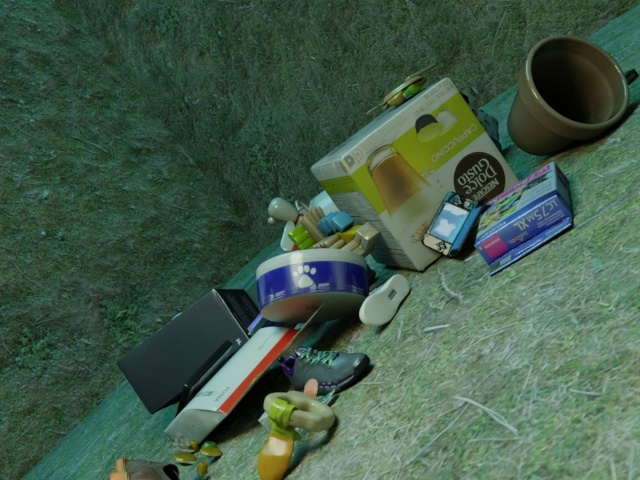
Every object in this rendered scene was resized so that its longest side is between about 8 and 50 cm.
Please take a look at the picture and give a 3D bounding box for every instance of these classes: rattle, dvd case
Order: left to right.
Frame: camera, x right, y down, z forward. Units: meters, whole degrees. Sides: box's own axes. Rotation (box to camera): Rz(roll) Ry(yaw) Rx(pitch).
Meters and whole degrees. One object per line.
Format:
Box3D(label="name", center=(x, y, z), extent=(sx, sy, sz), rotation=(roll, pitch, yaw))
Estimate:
Box3D(label="dvd case", center=(-0.303, 0.384, 1.844), extent=(0.180, 0.022, 0.253), rotation=(-47, -16, -46))
Box3D(label="rattle", center=(-0.037, 0.332, 1.281), extent=(0.130, 0.143, 0.199), rotation=(-2, -1, 3))

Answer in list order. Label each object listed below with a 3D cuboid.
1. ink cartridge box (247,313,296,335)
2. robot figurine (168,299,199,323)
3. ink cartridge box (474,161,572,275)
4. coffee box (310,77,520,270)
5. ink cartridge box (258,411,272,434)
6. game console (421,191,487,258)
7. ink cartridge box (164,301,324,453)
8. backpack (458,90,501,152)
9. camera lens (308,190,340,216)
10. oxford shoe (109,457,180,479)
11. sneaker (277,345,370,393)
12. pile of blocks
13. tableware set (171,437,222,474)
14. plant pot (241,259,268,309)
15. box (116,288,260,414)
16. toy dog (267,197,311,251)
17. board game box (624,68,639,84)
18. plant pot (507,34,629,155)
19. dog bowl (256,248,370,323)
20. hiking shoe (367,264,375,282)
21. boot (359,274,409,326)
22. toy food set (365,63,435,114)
Box3D(label="ink cartridge box", center=(-0.098, 0.178, 1.936), extent=(0.206, 0.045, 0.208), rotation=(-50, -25, -1))
Box3D(label="robot figurine", center=(-0.436, 0.348, 2.426), extent=(0.353, 0.200, 0.300), rotation=(-93, 22, -81))
Box3D(label="ink cartridge box", center=(0.405, -0.051, 1.456), extent=(0.186, 0.065, 0.311), rotation=(-35, 10, 25))
Box3D(label="coffee box", center=(0.230, -0.157, 1.844), extent=(0.337, 0.334, 0.338), rotation=(-38, 9, -10))
Box3D(label="ink cartridge box", center=(-0.086, 0.344, 1.394), extent=(0.028, 0.048, 0.083), rotation=(-32, 9, 38))
Box3D(label="game console", center=(0.295, -0.041, 1.618), extent=(0.144, 0.124, 0.085), rotation=(-60, -31, -4))
Box3D(label="ink cartridge box", center=(-0.176, 0.293, 1.662), extent=(0.308, 0.091, 0.385), rotation=(-45, -5, -46))
Box3D(label="backpack", center=(0.420, -0.302, 2.226), extent=(0.263, 0.213, 0.276), rotation=(5, -15, -34))
Box3D(label="camera lens", center=(0.112, -0.118, 2.605), extent=(0.274, 0.219, 0.219), rotation=(-36, 8, 14))
Box3D(label="oxford shoe", center=(-0.356, 0.516, 1.502), extent=(0.132, 0.130, 0.363), rotation=(-6, -7, -13))
Box3D(label="sneaker", center=(-0.003, 0.244, 1.418), extent=(0.223, 0.098, 0.083), rotation=(-31, 10, 45))
Box3D(label="pile of blocks", center=(0.000, 0.000, 1.862), extent=(0.112, 0.149, 0.362), rotation=(-36, 14, -28))
Box3D(label="tableware set", center=(-0.255, 0.446, 1.504), extent=(0.154, 0.104, 0.024), rotation=(-165, 83, -79))
Box3D(label="plant pot", center=(-0.198, 0.212, 2.318), extent=(0.234, 0.166, 0.165), rotation=(-44, 7, 6))
Box3D(label="box", center=(-0.341, 0.303, 2.069), extent=(0.343, 0.179, 0.312), rotation=(-37, -7, 4))
Box3D(label="toy dog", center=(-0.044, 0.017, 2.368), extent=(0.161, 0.333, 0.220), rotation=(-53, -21, 12))
Box3D(label="board game box", center=(0.754, -0.387, 1.969), extent=(0.186, 0.026, 0.126), rotation=(-40, 8, -15))
Box3D(label="plant pot", center=(0.568, -0.326, 1.764), extent=(0.263, 0.263, 0.229), rotation=(-41, -8, -24))
Box3D(label="dog bowl", center=(-0.017, 0.112, 1.710), extent=(0.265, 0.104, 0.265), rotation=(-5, -21, -2))
Box3D(label="hiking shoe", center=(0.032, 0.119, 1.950), extent=(0.227, 0.114, 0.086), rotation=(-37, 6, 2))
Box3D(label="boot", center=(0.124, 0.147, 1.590), extent=(0.086, 0.069, 0.190), rotation=(-41, -4, 40))
Box3D(label="toy food set", center=(0.211, -0.369, 1.843), extent=(0.132, 0.038, 0.192), rotation=(-33, 0, -36))
